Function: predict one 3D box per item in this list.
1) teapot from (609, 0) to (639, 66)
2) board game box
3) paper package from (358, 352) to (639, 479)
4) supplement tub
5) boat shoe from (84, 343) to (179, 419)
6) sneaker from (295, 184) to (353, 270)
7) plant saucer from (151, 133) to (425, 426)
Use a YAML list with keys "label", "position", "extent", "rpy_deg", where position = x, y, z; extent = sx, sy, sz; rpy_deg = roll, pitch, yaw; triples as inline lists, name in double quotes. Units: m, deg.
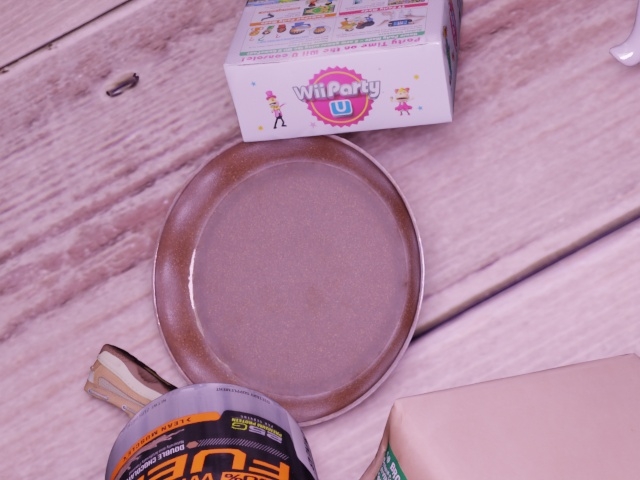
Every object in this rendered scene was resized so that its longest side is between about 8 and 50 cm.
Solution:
- label: "teapot"
  position: [0.475, -0.271, 1.336]
  extent: [0.256, 0.187, 0.252]
  rpy_deg: [21, 44, 38]
- label: "board game box"
  position: [0.035, -0.233, 1.387]
  extent: [0.224, 0.098, 0.303]
  rpy_deg: [-4, 34, 12]
- label: "paper package"
  position: [0.221, 0.276, 1.047]
  extent: [0.309, 0.168, 0.325]
  rpy_deg: [-5, 45, -35]
- label: "supplement tub"
  position: [-0.088, 0.284, 1.109]
  extent: [0.207, 0.207, 0.338]
  rpy_deg: [-25, 23, 1]
- label: "boat shoe"
  position: [-0.175, 0.185, 1.346]
  extent: [0.190, 0.068, 0.072]
  rpy_deg: [31, 88, 33]
- label: "sneaker"
  position: [0.000, 0.000, 1.382]
  extent: [0.178, 0.072, 0.077]
  rpy_deg: [39, 89, 30]
- label: "plant saucer"
  position: [-0.032, 0.039, 1.336]
  extent: [0.310, 0.050, 0.311]
  rpy_deg: [-3, 83, 23]
